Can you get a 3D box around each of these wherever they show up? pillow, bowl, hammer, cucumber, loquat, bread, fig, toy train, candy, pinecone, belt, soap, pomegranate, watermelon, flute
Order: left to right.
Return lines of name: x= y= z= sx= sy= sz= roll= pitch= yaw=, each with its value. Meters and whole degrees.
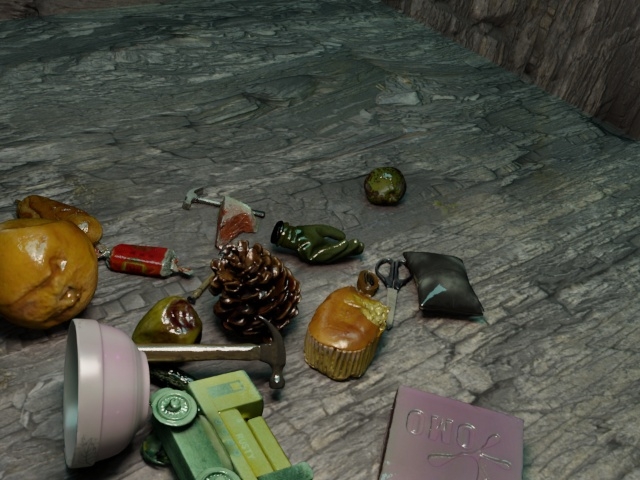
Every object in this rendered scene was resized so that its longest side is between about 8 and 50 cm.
loquat: x=-0.666 y=0.074 z=1.764 sx=0.284 sy=0.275 sz=0.276 roll=10 pitch=32 yaw=31
bread: x=-0.729 y=-0.062 z=2.045 sx=0.344 sy=0.084 sz=0.124 roll=22 pitch=45 yaw=30
bowl: x=-0.426 y=0.301 z=1.499 sx=0.144 sy=0.286 sz=0.287 roll=4 pitch=36 yaw=-24
candy: x=-0.474 y=0.052 z=1.997 sx=0.292 sy=0.059 sz=0.086 roll=8 pitch=38 yaw=-2
cucumber: x=-0.345 y=0.306 z=1.698 sx=0.215 sy=0.052 sz=0.058 roll=20 pitch=65 yaw=11
fig: x=-0.357 y=0.215 z=1.764 sx=0.166 sy=0.154 sz=0.144 roll=-21 pitch=55 yaw=8
hammer: x=-0.295 y=0.251 z=1.669 sx=0.440 sy=0.044 sz=0.168 roll=0 pitch=79 yaw=-11
flute: x=-0.288 y=0.095 z=2.015 sx=0.027 sy=0.027 sz=0.233 roll=21 pitch=37 yaw=13
toy train: x=-0.190 y=0.428 z=1.498 sx=0.253 sy=0.160 sz=0.397 roll=-8 pitch=39 yaw=-33
watermelon: x=-0.273 y=-0.059 z=2.171 sx=0.121 sy=0.097 sz=0.158 roll=33 pitch=46 yaw=28
hammer: x=-0.287 y=-0.109 z=2.287 sx=0.247 sy=0.029 sz=0.103 roll=12 pitch=37 yaw=-1
pinecone: x=-0.162 y=0.128 z=1.828 sx=0.224 sy=0.272 sz=0.224 roll=-10 pitch=53 yaw=13
bread: x=0.064 y=0.220 z=1.854 sx=0.179 sy=0.133 sz=0.250 roll=20 pitch=36 yaw=18
belt: x=0.132 y=0.118 z=2.083 sx=0.059 sy=0.036 sz=0.083 roll=5 pitch=38 yaw=-10
pomegranate: x=0.206 y=-0.171 z=2.439 sx=0.138 sy=0.163 sz=0.125 roll=-15 pitch=81 yaw=-9
pillow: x=0.336 y=0.113 z=2.083 sx=0.186 sy=0.106 sz=0.249 roll=7 pitch=35 yaw=-12
soap: x=0.274 y=0.473 z=1.595 sx=0.296 sy=0.107 sz=0.285 roll=13 pitch=39 yaw=5

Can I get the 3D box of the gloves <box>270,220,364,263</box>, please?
gloves: x=-0.007 y=0.008 z=2.133 sx=0.268 sy=0.107 sz=0.135 roll=10 pitch=47 yaw=-8

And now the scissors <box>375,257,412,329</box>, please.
scissors: x=0.198 y=0.145 z=2.078 sx=0.109 sy=0.022 sz=0.300 roll=8 pitch=37 yaw=3
